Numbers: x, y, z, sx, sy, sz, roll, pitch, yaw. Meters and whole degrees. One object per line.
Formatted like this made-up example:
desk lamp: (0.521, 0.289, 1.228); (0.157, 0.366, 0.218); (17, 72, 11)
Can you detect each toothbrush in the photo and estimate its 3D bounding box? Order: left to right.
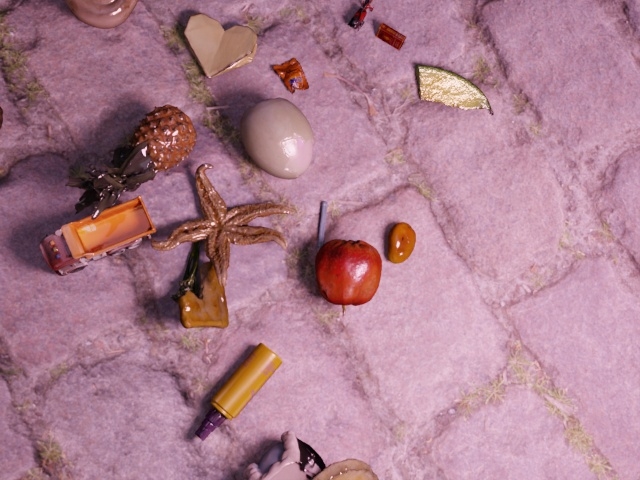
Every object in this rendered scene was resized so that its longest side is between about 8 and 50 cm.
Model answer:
toothbrush: (0.000, 0.000, 1.894); (0.016, 0.019, 0.219); (7, 77, 0)

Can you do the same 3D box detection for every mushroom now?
mushroom: (-0.595, -0.673, 1.892); (0.206, 0.209, 0.206); (1, 97, 11)

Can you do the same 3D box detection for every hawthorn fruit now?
hawthorn fruit: (0.072, 0.097, 1.809); (0.179, 0.179, 0.200); (1, 94, -6)

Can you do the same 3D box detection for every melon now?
melon: (0.381, -0.422, 2.018); (0.262, 0.053, 0.114); (23, 84, -1)

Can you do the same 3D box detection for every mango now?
mango: (0.214, 0.007, 1.897); (0.080, 0.060, 0.114); (26, 73, -17)

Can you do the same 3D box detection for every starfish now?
starfish: (-0.256, -0.044, 1.833); (0.375, 0.094, 0.327); (-26, 74, -20)

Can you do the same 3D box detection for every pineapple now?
pineapple: (-0.464, -0.191, 1.770); (0.165, 0.165, 0.364); (38, 56, 3)

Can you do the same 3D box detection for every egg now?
egg: (-0.108, -0.260, 1.859); (0.183, 0.183, 0.217); (-22, 88, -11)

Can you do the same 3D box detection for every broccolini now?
broccolini: (-0.338, 0.076, 1.819); (0.074, 0.058, 0.201); (1, 75, 8)

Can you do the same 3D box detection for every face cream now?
face cream: (-0.210, 0.381, 1.755); (0.078, 0.078, 0.273); (41, 76, 3)

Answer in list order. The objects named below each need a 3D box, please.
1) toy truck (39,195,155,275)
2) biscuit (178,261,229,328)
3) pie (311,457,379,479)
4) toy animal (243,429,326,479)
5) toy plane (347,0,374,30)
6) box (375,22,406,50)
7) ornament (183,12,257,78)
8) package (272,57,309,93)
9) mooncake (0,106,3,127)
toy truck: (-0.553, -0.007, 1.772); (0.270, 0.135, 0.114); (-24, 82, -11)
biscuit: (-0.295, 0.138, 1.763); (0.039, 0.183, 0.174); (-14, 82, 26)
pie: (0.040, 0.640, 1.667); (0.274, 0.055, 0.274); (-13, 115, -31)
toy animal: (-0.088, 0.570, 1.683); (0.204, 0.156, 0.208); (-40, 122, -11)
toy plane: (0.119, -0.653, 2.034); (0.037, 0.060, 0.145); (32, 61, 1)
box: (0.202, -0.585, 2.030); (0.082, 0.051, 0.023); (31, 74, 1)
ornament: (-0.287, -0.529, 1.963); (0.201, 0.059, 0.180); (17, 77, 0)
package: (-0.081, -0.461, 1.980); (0.077, 0.033, 0.110); (-26, 77, -2)
mooncake: (-0.903, -0.291, 1.750); (0.228, 0.228, 0.124); (-43, 80, -13)
